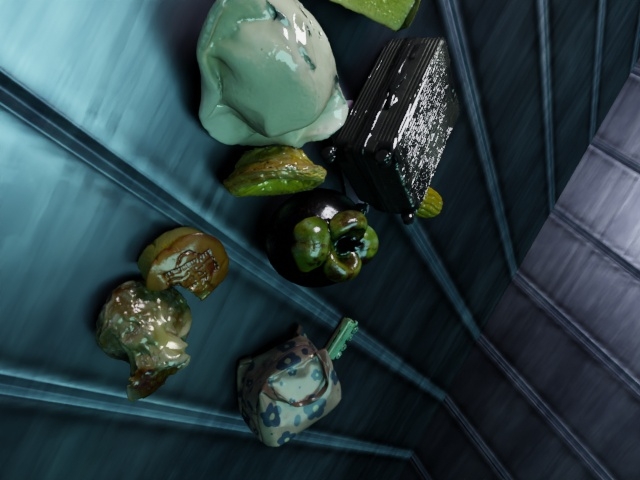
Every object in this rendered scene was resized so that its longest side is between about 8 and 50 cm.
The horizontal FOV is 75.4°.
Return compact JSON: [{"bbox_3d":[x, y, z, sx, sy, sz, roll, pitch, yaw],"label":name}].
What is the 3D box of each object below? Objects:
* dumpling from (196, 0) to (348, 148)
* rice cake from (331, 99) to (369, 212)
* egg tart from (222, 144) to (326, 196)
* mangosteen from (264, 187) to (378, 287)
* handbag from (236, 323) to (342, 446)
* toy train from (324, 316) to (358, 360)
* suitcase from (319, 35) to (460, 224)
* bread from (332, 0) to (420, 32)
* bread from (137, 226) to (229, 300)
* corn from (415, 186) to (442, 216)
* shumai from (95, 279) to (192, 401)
[{"bbox_3d":[-0.096,-0.260,0.667,0.242,0.187,0.318,-32,151,21],"label":"dumpling"},{"bbox_3d":[0.068,-0.172,0.953,0.081,0.051,0.291,-36,136,-25],"label":"rice cake"},{"bbox_3d":[-0.085,-0.126,0.755,0.191,0.191,0.075,-9,90,-43],"label":"egg tart"},{"bbox_3d":[0.000,0.000,0.853,0.242,0.242,0.243,-26,131,-33],"label":"mangosteen"},{"bbox_3d":[-0.083,0.360,1.054,0.251,0.190,0.194,-25,121,-28],"label":"handbag"},{"bbox_3d":[0.061,0.305,1.273,0.071,0.038,0.148,29,93,-48],"label":"toy train"},{"bbox_3d":[0.165,-0.237,0.887,0.335,0.152,0.230,-64,146,-19],"label":"suitcase"},{"bbox_3d":[0.058,-0.500,0.693,0.263,0.163,0.168,14,133,-22],"label":"bread"},{"bbox_3d":[-0.237,0.037,0.745,0.156,0.086,0.125,27,93,-52],"label":"bread"},{"bbox_3d":[0.251,-0.122,1.138,0.305,0.106,0.106,6,110,-53],"label":"corn"},{"bbox_3d":[-0.295,0.178,0.737,0.161,0.153,0.210,-29,137,-20],"label":"shumai"}]
